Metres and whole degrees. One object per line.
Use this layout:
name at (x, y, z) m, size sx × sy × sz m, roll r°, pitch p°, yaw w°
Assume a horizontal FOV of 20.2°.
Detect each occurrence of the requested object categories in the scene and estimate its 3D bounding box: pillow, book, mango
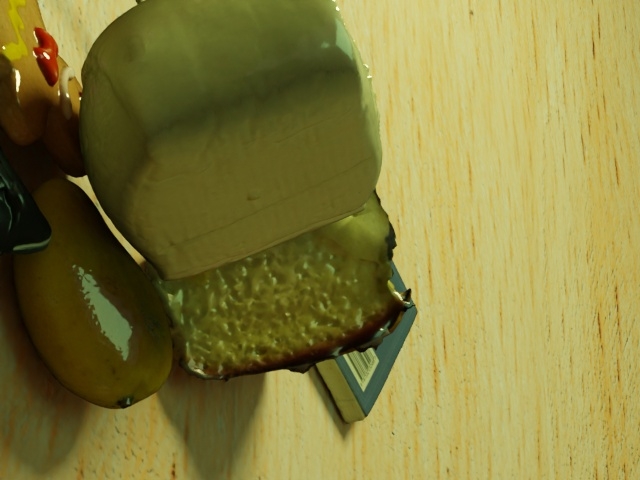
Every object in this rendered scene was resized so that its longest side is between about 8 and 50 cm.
pillow at (-0.228, -0.044, 1.128) m, size 0.091 × 0.055 × 0.135 m, roll -27°, pitch 80°, yaw -31°
book at (0.000, 0.000, 1.570) m, size 0.269 × 0.025 × 0.191 m, roll 63°, pitch 27°, yaw -18°
mango at (-0.156, 0.036, 1.200) m, size 0.103 × 0.076 × 0.161 m, roll -27°, pitch 95°, yaw -58°

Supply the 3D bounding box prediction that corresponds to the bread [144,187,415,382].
bread at (-0.025, 0.030, 1.352) m, size 0.169 × 0.160 × 0.140 m, roll -17°, pitch 89°, yaw -63°

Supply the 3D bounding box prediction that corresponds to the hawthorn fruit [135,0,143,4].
hawthorn fruit at (-0.164, -0.266, 1.308) m, size 0.165 × 0.165 × 0.285 m, roll -78°, pitch 151°, yaw -44°

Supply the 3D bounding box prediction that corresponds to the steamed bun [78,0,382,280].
steamed bun at (-0.069, -0.088, 1.218) m, size 0.250 × 0.200 × 0.154 m, roll 85°, pitch -19°, yaw -62°

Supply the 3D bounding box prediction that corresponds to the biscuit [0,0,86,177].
biscuit at (-0.207, -0.138, 1.205) m, size 0.165 × 0.036 × 0.250 m, roll -100°, pitch 164°, yaw -46°
